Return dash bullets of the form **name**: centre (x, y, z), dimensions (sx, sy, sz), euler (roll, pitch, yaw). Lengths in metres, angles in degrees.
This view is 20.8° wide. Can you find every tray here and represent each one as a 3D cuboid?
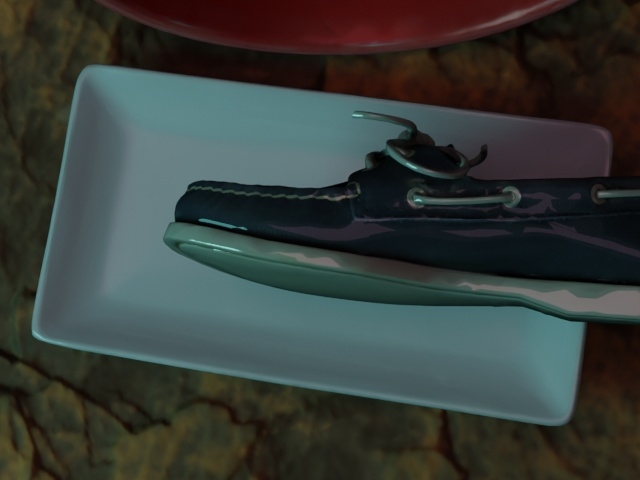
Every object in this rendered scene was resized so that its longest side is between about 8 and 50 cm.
- **tray**: centre (0.000, 0.000, 0.855), dimensions (0.270, 0.030, 0.145), euler (8, 84, 11)

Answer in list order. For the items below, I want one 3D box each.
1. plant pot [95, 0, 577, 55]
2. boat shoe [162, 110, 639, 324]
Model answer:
- **plant pot**: centre (0.010, -0.245, 0.787), dimensions (0.275, 0.275, 0.243), euler (-4, 71, 10)
- **boat shoe**: centre (0.058, -0.010, 0.782), dimensions (0.254, 0.095, 0.079), euler (6, 84, 10)
